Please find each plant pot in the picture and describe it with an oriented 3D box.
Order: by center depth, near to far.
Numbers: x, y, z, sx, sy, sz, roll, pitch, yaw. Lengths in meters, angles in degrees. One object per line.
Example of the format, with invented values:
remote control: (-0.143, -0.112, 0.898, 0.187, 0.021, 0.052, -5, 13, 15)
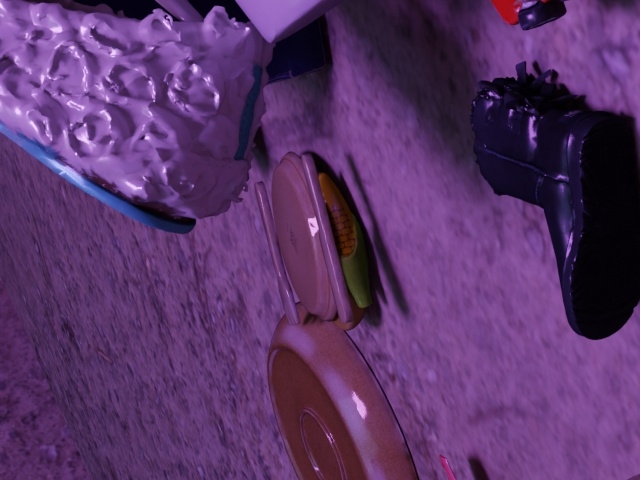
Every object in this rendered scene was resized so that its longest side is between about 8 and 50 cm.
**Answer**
plant pot: (0.013, 0.163, 1.319, 0.236, 0.032, 0.236, 53, 156, 37)

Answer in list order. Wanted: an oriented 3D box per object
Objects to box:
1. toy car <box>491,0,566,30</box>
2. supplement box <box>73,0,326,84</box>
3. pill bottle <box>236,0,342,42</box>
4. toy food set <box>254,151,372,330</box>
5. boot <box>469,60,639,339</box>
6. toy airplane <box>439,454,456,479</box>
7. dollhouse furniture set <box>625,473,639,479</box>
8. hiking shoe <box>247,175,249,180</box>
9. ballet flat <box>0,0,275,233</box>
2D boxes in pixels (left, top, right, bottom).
toy car: (0.140, -0.126, 0.622, 0.225, 0.053, 0.239, 56, 158, 32)
supplement box: (-0.169, -0.226, 1.149, 0.356, 0.194, 0.195, 42, 147, 54)
pill bottle: (-0.063, -0.261, 0.804, 0.318, 0.176, 0.176, 55, 162, -4)
toy food set: (0.000, 0.000, 1.185, 0.192, 0.038, 0.132, 167, 89, -77)
boot: (0.113, -0.022, 0.822, 0.099, 0.045, 0.121, 31, 131, 58)
toy airplane: (0.107, 0.212, 1.116, 0.151, 0.028, 0.151, 55, 156, 39)
dollhouse furniture set: (0.209, 0.162, 0.622, 0.184, 0.129, 0.129, 35, 142, 59)
hiking shoe: (-0.152, -0.108, 1.353, 0.304, 0.113, 0.132, 16, 124, 67)
ballet flat: (-0.198, -0.146, 0.912, 0.409, 0.147, 0.147, 28, 148, 13)
